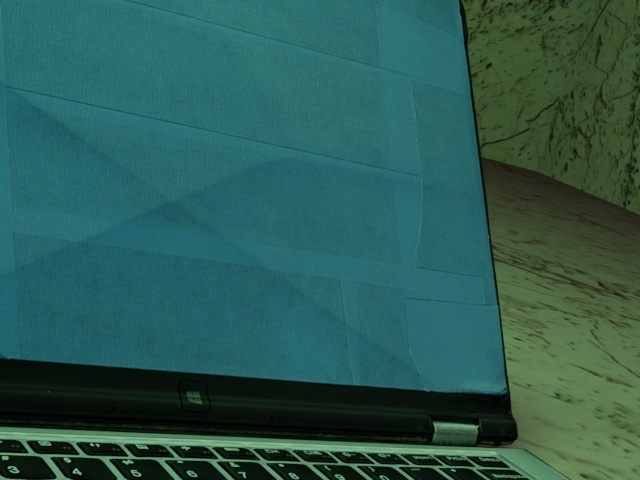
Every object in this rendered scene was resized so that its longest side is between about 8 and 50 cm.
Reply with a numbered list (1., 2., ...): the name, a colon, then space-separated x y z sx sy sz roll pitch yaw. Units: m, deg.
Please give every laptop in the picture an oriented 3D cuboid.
1. laptop: 0.000 0.000 0.435 0.382 0.236 0.408 9 12 -34
